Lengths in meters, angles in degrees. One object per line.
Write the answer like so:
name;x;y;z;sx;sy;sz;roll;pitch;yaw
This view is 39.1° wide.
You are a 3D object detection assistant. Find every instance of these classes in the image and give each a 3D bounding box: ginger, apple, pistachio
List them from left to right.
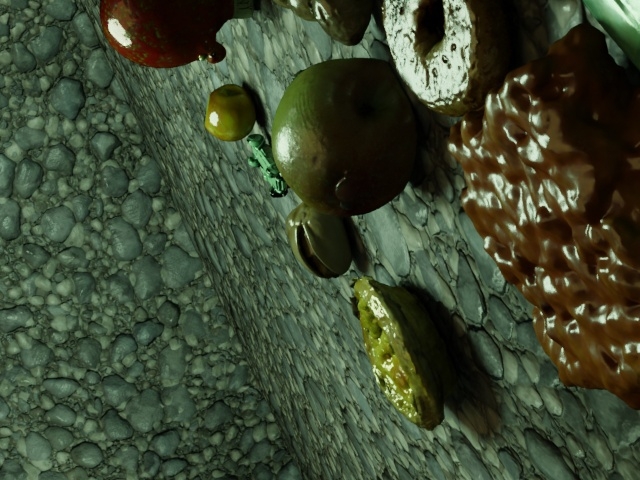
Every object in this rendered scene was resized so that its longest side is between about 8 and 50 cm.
apple;-0.174;-0.252;1.766;0.114;0.099;0.102;-88;9;-45
ginger;-0.005;-0.318;1.164;0.204;0.080;0.104;44;160;46
pistachio;0.000;0.000;1.588;0.113;0.113;0.149;32;151;62
apple;0.028;-0.135;1.198;0.207;0.174;0.188;45;163;10

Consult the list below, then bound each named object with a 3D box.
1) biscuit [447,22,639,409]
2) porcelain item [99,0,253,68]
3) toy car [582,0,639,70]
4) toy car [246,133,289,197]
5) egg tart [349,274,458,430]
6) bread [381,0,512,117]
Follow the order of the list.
biscuit;0.237;-0.006;0.791;0.312;0.110;0.318;61;170;2
porcelain item;-0.230;-0.382;1.494;0.253;0.252;0.253;56;162;29
toy car;0.277;-0.104;0.559;0.321;0.097;0.141;58;163;26
toy car;-0.099;-0.148;1.759;0.073;0.054;0.143;84;159;-45
egg tart;0.134;0.170;1.437;0.279;0.095;0.279;157;90;-79
bread;0.131;-0.216;0.929;0.193;0.063;0.193;51;152;40
